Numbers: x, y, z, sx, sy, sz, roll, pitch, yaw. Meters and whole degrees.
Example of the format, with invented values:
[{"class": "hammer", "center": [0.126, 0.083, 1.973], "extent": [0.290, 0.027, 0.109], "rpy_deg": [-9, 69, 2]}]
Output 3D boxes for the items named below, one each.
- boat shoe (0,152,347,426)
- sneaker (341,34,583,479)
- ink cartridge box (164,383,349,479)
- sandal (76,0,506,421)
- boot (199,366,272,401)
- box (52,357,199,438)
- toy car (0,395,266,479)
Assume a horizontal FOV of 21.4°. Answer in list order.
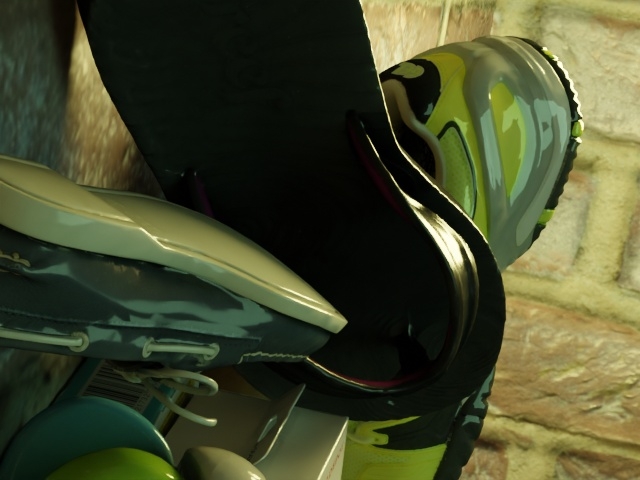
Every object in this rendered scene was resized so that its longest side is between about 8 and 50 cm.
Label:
[{"class": "boat shoe", "center": [-0.079, 0.028, 0.755], "extent": [0.254, 0.095, 0.079], "rpy_deg": [18, 103, -59]}, {"class": "sneaker", "center": [0.040, 0.040, 1.137], "extent": [0.147, 0.145, 0.384], "rpy_deg": [-2, 115, -42]}, {"class": "ink cartridge box", "center": [-0.042, 0.153, 0.930], "extent": [0.092, 0.090, 0.143], "rpy_deg": [-59, 157, -63]}, {"class": "sandal", "center": [-0.003, 0.000, 0.907], "extent": [0.445, 0.168, 0.107], "rpy_deg": [58, 6, -50]}, {"class": "boot", "center": [-0.060, 0.019, 1.077], "extent": [0.236, 0.089, 0.269], "rpy_deg": [-73, 170, -59]}, {"class": "box", "center": [-0.119, 0.183, 0.979], "extent": [0.100, 0.060, 0.244], "rpy_deg": [-61, 161, -59]}, {"class": "toy car", "center": [-0.110, 0.153, 0.824], "extent": [0.136, 0.159, 0.182], "rpy_deg": [-118, -156, -45]}]
